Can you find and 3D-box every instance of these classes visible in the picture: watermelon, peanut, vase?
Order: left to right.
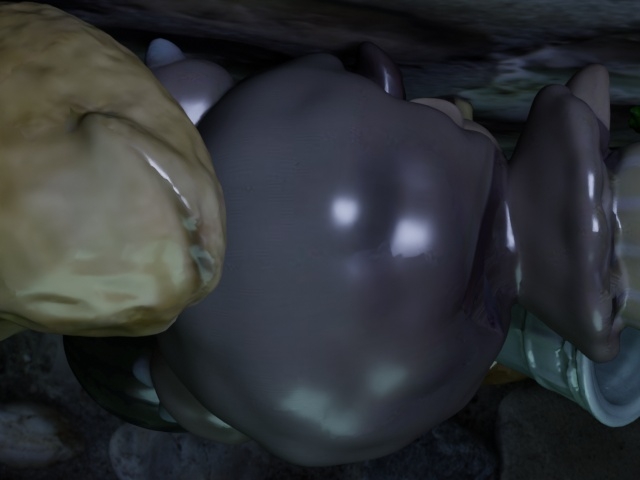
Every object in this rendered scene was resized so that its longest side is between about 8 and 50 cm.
[{"bbox_3d":[-0.182,-0.032,0.841,0.158,0.174,0.340,3,171,-38],"label":"peanut"},{"bbox_3d":[-0.123,0.068,1.489,0.212,0.212,0.212,2,173,0],"label":"watermelon"},{"bbox_3d":[0.082,0.015,1.112,0.299,0.143,0.143,15,-178,35],"label":"vase"}]

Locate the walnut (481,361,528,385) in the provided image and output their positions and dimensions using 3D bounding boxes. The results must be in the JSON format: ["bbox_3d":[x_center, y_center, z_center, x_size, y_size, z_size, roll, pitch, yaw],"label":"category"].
[{"bbox_3d":[0.134,0.050,1.469,0.167,0.167,0.207,6,170,-30],"label":"walnut"}]

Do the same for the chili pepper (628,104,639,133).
[{"bbox_3d":[0.247,-0.069,0.999,0.118,0.035,0.055,8,166,41],"label":"chili pepper"}]

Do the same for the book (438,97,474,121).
[{"bbox_3d":[0.000,0.000,1.081,0.231,0.161,0.026,-4,175,39],"label":"book"}]

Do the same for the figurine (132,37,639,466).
[{"bbox_3d":[0.068,0.009,0.890,0.380,0.248,0.203,-2,-151,12],"label":"figurine"}]
